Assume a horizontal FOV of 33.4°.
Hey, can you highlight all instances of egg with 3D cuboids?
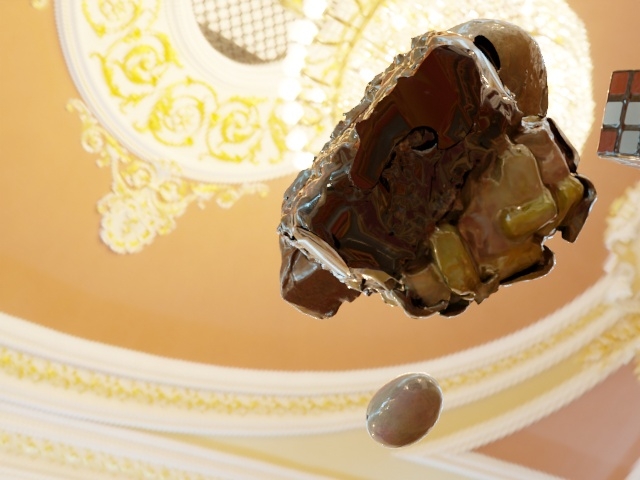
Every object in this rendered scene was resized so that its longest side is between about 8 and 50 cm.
[{"bbox_3d":[0.131,0.265,1.663,0.135,0.103,0.103,-42,-48,-3],"label":"egg"}]

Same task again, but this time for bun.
[{"bbox_3d":[0.220,-0.180,1.537,0.272,0.168,0.273,-12,-49,-15],"label":"bun"}]

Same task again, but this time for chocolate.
[{"bbox_3d":[0.000,0.000,1.579,0.093,0.214,0.148,24,-44,-28],"label":"chocolate"}]

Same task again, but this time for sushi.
[{"bbox_3d":[0.135,-0.053,1.286,0.285,0.328,0.328,38,-106,-9],"label":"sushi"}]

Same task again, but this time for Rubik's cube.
[{"bbox_3d":[0.596,-0.201,1.824,0.160,0.163,0.162,12,-90,-30],"label":"Rubik's cube"}]
